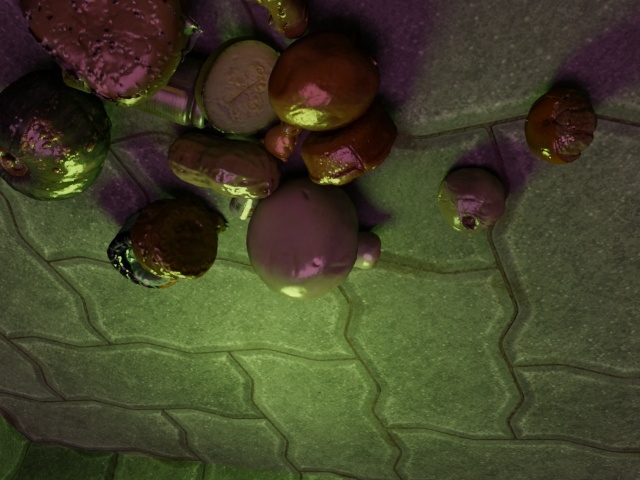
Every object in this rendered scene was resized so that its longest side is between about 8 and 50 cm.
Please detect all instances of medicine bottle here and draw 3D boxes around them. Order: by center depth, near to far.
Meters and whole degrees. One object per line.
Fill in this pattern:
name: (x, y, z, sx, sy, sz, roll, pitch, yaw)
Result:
medicine bottle: (-0.396, -0.369, 1.610, 0.322, 0.151, 0.151, 19, 141, -3)
medicine bottle: (-0.187, -0.122, 1.887, 0.079, 0.079, 0.140, 23, 140, -8)

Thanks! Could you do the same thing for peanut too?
peanut: (-0.245, -0.189, 1.756, 0.291, 0.143, 0.159, 17, 169, 17)

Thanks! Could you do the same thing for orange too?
orange: (0.501, -0.236, 1.476, 0.134, 0.156, 0.156, -6, 161, -44)

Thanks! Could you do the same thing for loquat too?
loquat: (0.007, -0.323, 1.477, 0.238, 0.193, 0.238, -20, 156, -9)

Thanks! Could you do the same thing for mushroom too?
mushroom: (-0.013, 0.003, 1.809, 0.356, 0.315, 0.315, 16, 141, -1)

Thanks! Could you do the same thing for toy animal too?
toy animal: (-0.077, -0.268, 1.692, 0.083, 0.070, 0.159, 28, 134, -10)

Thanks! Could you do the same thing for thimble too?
thimble: (-0.505, 0.025, 2.113, 0.237, 0.150, 0.237, 11, 139, 9)

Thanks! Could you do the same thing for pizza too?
pizza: (-0.179, -0.501, 1.256, 0.435, 0.080, 0.392, 27, -176, -16)

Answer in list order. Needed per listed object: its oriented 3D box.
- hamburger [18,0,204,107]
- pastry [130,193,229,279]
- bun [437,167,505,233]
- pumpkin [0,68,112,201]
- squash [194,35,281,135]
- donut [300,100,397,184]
hamburger: (-0.397, -0.450, 1.409, 0.318, 0.195, 0.277, 43, 105, -11)
pastry: (-0.403, -0.010, 1.979, 0.132, 0.235, 0.240, -7, 143, 41)
bun: (0.361, -0.084, 1.719, 0.167, 0.113, 0.173, -5, 134, 24)
pumpkin: (-0.659, -0.255, 1.750, 0.291, 0.257, 0.328, 44, 141, -13)
squash: (-0.166, -0.337, 1.563, 0.041, 0.219, 0.219, 40, 163, 45)
donut: (0.063, -0.216, 1.594, 0.227, 0.226, 0.114, -15, 120, 32)
